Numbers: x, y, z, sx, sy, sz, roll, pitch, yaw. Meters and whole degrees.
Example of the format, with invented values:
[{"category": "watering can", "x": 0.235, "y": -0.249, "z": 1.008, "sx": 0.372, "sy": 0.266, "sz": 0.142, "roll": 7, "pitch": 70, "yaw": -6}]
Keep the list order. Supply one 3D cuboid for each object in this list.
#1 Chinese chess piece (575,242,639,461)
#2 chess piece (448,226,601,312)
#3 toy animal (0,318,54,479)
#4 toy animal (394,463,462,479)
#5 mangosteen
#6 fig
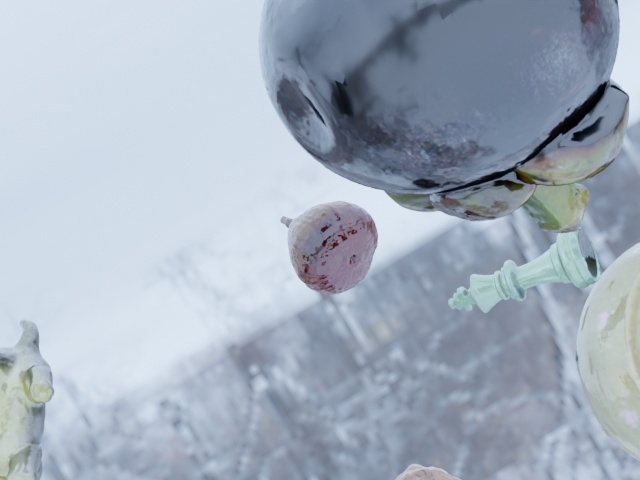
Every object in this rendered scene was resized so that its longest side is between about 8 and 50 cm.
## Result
[{"category": "Chinese chess piece", "x": 0.377, "y": 0.111, "z": 1.929, "sx": 0.251, "sy": 0.251, "sz": 0.097, "roll": -30, "pitch": 176, "yaw": -26}, {"category": "chess piece", "x": 0.190, "y": 0.037, "z": 1.869, "sx": 0.149, "sy": 0.059, "sz": 0.059, "roll": -22, "pitch": -179, "yaw": 23}, {"category": "toy animal", "x": -0.377, "y": 0.226, "z": 2.325, "sx": 0.121, "sy": 0.233, "sz": 0.168, "roll": 11, "pitch": -163, "yaw": 0}, {"category": "toy animal", "x": 0.082, "y": 0.300, "z": 1.706, "sx": 0.184, "sy": 0.104, "sz": 0.185, "roll": -51, "pitch": 150, "yaw": -49}, {"category": "mangosteen", "x": 0.104, "y": -0.126, "z": 1.425, "sx": 0.275, "sy": 0.302, "sz": 0.275, "roll": -32, "pitch": -161, "yaw": 13}, {"category": "fig", "x": 0.007, "y": 0.011, "z": 2.464, "sx": 0.119, "sy": 0.119, "sz": 0.153, "roll": -30, "pitch": -174, "yaw": -20}]
